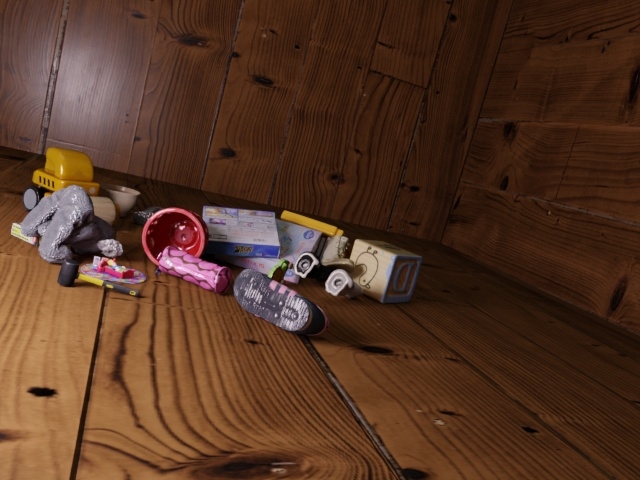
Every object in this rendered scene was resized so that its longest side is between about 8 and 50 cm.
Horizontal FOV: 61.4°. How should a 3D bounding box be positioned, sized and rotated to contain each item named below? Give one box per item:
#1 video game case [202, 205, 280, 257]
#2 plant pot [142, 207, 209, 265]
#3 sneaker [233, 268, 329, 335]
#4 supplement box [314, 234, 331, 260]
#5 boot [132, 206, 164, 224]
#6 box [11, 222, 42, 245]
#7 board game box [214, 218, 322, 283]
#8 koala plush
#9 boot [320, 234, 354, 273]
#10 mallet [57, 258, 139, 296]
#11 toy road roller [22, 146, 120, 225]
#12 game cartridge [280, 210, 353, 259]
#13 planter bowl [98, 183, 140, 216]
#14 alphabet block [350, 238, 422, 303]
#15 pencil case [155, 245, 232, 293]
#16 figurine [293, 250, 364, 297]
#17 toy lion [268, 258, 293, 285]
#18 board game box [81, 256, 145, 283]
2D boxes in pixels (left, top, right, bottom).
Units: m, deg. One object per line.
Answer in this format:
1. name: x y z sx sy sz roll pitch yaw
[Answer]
1. video game case: -0.290 -0.032 1.937 0.269 0.061 0.244 5 31 -13
2. plant pot: -0.444 -0.012 1.704 0.191 0.191 0.174 15 6 -2
3. sneaker: -0.110 0.175 1.453 0.319 0.112 0.131 28 -2 43
4. supplement box: -0.089 0.024 2.198 0.239 0.130 0.073 17 -22 11
5. boot: -0.664 -0.092 2.233 0.189 0.076 0.208 17 2 -1
6. box: -0.808 -0.022 1.641 0.114 0.036 0.207 19 10 22
7. board game box: -0.186 0.016 2.025 0.317 0.066 0.319 16 29 8
8. koala plush: -0.670 -0.030 1.523 0.196 0.203 0.221 37 -3 32
9. boot: 0.071 0.053 2.019 0.077 0.165 0.213 41 -30 -23
10. mallet: -0.542 0.110 1.313 0.189 0.062 0.039 28 6 -18
11. toy road roller: -0.869 -0.188 1.896 0.329 0.241 0.202 20 11 27
12. game cartridge: 0.000 0.000 2.325 0.285 0.053 0.324 19 -18 24
13. planter bowl: -0.828 -0.158 2.199 0.162 0.109 0.162 14 9 -2
14. alphabet block: 0.236 0.114 2.034 0.197 0.193 0.193 22 10 41
15. pencil case: -0.363 0.086 1.551 0.209 0.095 0.098 18 -17 15
16. figurine: 0.041 0.130 1.858 0.214 0.092 0.209 28 -1 24
17. toy lion: -0.138 0.106 1.778 0.034 0.100 0.096 21 -8 26
18. board game box: -0.560 0.076 1.469 0.168 0.033 0.133 11 10 -23
